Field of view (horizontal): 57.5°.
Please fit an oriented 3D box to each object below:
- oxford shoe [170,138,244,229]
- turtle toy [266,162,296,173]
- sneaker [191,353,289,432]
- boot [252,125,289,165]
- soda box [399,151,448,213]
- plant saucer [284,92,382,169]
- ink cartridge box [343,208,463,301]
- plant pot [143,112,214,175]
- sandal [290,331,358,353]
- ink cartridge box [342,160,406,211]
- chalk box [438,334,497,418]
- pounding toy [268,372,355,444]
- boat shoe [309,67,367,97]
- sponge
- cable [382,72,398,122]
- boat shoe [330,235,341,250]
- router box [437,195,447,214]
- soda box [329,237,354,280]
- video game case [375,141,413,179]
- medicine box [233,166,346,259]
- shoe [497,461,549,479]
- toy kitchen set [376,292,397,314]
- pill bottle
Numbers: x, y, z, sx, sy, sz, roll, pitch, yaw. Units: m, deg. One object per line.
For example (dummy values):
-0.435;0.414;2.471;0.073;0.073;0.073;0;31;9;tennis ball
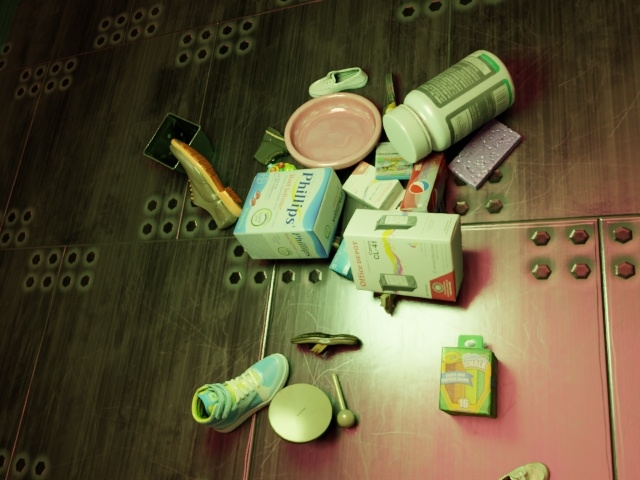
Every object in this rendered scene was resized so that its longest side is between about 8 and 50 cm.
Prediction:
-0.426;-0.198;2.067;0.133;0.130;0.363;-39;92;12;oxford shoe
-0.141;-0.238;2.064;0.130;0.066;0.095;-4;69;24;turtle toy
-0.249;0.453;1.759;0.319;0.208;0.127;-45;57;2;sneaker
-0.146;-0.309;2.104;0.198;0.077;0.137;37;100;33;boot
0.313;-0.150;1.745;0.083;0.092;0.263;-2;43;27;soda box
0.046;-0.358;1.979;0.332;0.084;0.332;-6;56;9;plant saucer
0.243;0.040;1.667;0.306;0.226;0.131;3;39;23;ink cartridge box
-0.520;-0.342;2.222;0.187;0.167;0.188;27;82;31;plant pot
0.010;0.316;1.780;0.219;0.090;0.060;-2;91;17;sandal
0.184;-0.161;1.883;0.198;0.067;0.115;33;85;31;ink cartridge box
0.394;0.352;1.545;0.132;0.132;0.213;-3;69;23;chalk box
-0.032;0.518;1.712;0.237;0.110;0.183;-15;48;-13;pounding toy
0.055;-0.579;2.103;0.226;0.076;0.083;-12;65;20;boat shoe
0.504;-0.268;1.799;0.210;0.031;0.117;-48;59;0;sponge
0.255;-0.445;1.952;0.072;0.139;0.287;-10;46;25;cable
0.000;0.000;1.917;0.152;0.056;0.049;12;63;27;boat shoe
0.324;-0.040;1.783;0.133;0.046;0.179;-11;66;20;router box
0.112;0.016;1.844;0.067;0.071;0.210;23;81;29;soda box
0.238;-0.259;1.880;0.119;0.015;0.166;0;49;8;video game case
-0.094;-0.086;1.893;0.289;0.149;0.263;-2;52;26;medicine box
0.470;0.624;1.446;0.219;0.058;0.076;-36;60;8;shoe
0.181;0.176;1.755;0.075;0.083;0.068;13;117;28;toy kitchen set
0.383;-0.399;1.764;0.361;0.204;0.204;-32;59;-6;pill bottle
